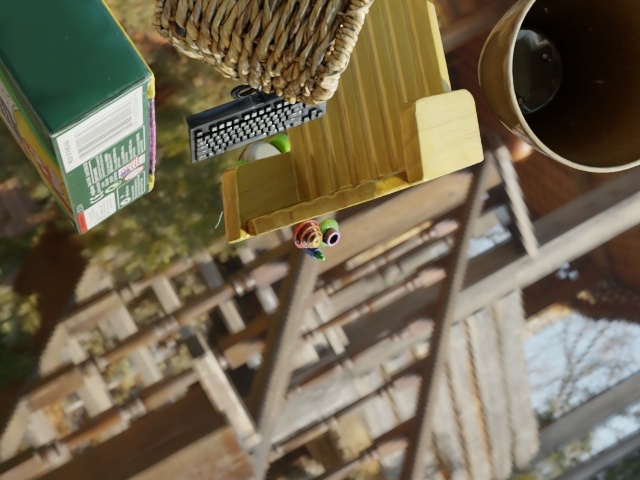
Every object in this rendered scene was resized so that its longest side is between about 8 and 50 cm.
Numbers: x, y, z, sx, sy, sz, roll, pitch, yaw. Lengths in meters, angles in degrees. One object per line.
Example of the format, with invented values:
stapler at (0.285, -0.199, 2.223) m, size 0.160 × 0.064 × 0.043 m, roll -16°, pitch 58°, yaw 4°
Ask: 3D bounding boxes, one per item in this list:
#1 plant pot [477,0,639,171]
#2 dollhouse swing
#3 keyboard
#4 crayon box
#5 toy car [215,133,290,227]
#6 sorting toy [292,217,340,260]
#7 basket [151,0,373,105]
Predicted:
plant pot at (0.293, -0.207, 1.497) m, size 0.237 × 0.237 × 0.254 m, roll 63°, pitch -8°, yaw -11°
dollhouse swing at (0.022, -0.204, 1.873) m, size 0.315 × 0.347 × 0.305 m, roll -21°, pitch 94°, yaw -59°
keyboard at (-0.073, -0.153, 1.461) m, size 0.023 × 0.180 × 0.108 m, roll 57°, pitch -20°, yaw 32°
crayon box at (-0.281, -0.194, 1.143) m, size 0.313 × 0.106 × 0.363 m, roll 55°, pitch -13°, yaw 6°
toy car at (-0.122, -0.082, 2.260) m, size 0.149 × 0.155 × 0.188 m, roll 51°, pitch -46°, yaw 0°
sorting toy at (0.000, 0.000, 1.917) m, size 0.102 × 0.061 × 0.042 m, roll 1°, pitch 28°, yaw -48°
basket at (0.009, -0.286, 1.237) m, size 0.223 × 0.299 × 0.213 m, roll 20°, pitch -2°, yaw 24°
